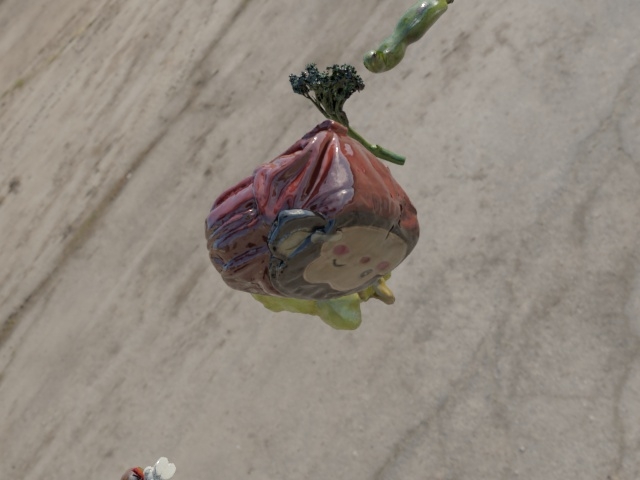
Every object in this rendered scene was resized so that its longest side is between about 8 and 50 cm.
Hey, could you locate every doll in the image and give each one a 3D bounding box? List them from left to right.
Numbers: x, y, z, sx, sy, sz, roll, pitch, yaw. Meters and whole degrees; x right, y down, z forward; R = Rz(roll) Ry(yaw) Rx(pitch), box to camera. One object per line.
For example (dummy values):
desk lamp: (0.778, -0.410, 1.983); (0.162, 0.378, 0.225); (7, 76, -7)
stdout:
doll: (-0.214, 0.293, 0.996); (0.040, 0.058, 0.085); (-59, -4, -49)

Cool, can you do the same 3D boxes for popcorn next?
popcorn: (0.000, 0.000, 1.111); (0.266, 0.233, 0.192); (52, 131, 27)

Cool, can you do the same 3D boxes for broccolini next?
broccolini: (0.074, -0.215, 1.389); (0.123, 0.271, 0.062); (-4, 57, 50)

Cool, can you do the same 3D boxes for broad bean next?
broad bean: (0.141, -0.336, 1.303); (0.213, 0.048, 0.070); (-46, -11, -21)

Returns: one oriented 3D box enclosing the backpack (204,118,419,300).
backpack: (-0.018, -0.014, 0.867); (0.229, 0.229, 0.139); (-29, 62, 27)
